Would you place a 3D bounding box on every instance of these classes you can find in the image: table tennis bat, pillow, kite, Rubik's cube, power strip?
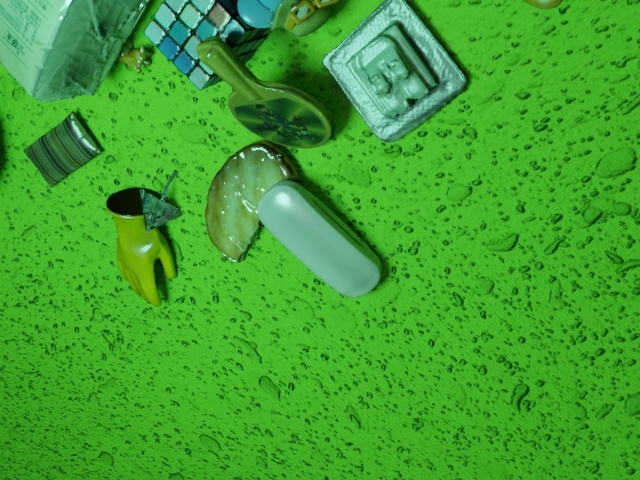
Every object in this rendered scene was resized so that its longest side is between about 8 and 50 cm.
[{"bbox_3d":[-0.102,-0.254,1.135,0.198,0.050,0.321,1,158,36],"label":"table tennis bat"},{"bbox_3d":[-0.604,-0.209,1.475,0.203,0.038,0.113,-23,106,30],"label":"pillow"},{"bbox_3d":[-0.350,-0.085,1.389,0.011,0.139,0.157,19,82,31],"label":"kite"},{"bbox_3d":[-0.197,-0.392,1.153,0.151,0.154,0.155,47,122,-4],"label":"Rubik's cube"},{"bbox_3d":[0.124,-0.294,1.119,0.198,0.064,0.213,-37,95,29],"label":"power strip"}]

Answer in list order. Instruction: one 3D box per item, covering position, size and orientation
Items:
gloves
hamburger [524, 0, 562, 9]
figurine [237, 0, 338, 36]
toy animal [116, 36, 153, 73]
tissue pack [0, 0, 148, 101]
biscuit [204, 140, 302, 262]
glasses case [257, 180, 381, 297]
[{"bbox_3d":[-0.426,0.031,1.491,0.133,0.116,0.295,35,136,37],"label":"gloves"},{"bbox_3d":[0.258,-0.471,0.913,0.261,0.186,0.303,-31,101,31],"label":"hamburger"},{"bbox_3d":[-0.085,-0.466,1.069,0.262,0.180,0.154,42,142,-9],"label":"figurine"},{"bbox_3d":[-0.393,-0.387,1.295,0.083,0.060,0.081,38,161,2],"label":"toy animal"},{"bbox_3d":[-0.544,-0.493,1.194,0.380,0.207,0.297,48,122,8],"label":"tissue pack"},{"bbox_3d":[-0.163,-0.087,1.341,0.154,0.045,0.299,37,122,-5],"label":"biscuit"},{"bbox_3d":[0.000,0.000,1.284,0.297,0.075,0.113,43,121,-13],"label":"glasses case"}]
